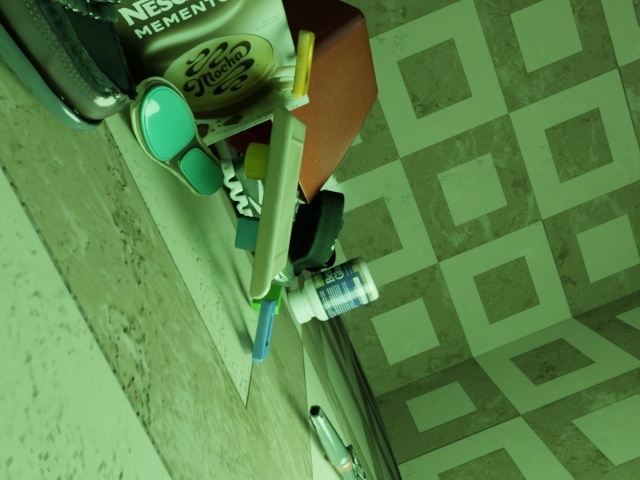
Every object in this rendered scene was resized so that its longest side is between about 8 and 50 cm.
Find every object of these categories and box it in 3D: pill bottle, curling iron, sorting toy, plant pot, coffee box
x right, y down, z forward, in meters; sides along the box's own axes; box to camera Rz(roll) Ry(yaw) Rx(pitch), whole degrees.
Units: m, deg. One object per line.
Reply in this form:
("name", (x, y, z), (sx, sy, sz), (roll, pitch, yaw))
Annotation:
("pill bottle", (0.024, 0.105, 1.033), (0.094, 0.169, 0.094), (-23, 90, -89))
("curling iron", (0.020, 0.291, 0.708), (0.274, 0.035, 0.068), (67, -3, -49))
("sorting toy", (-0.055, -0.048, 0.553), (0.196, 0.047, 0.348), (-77, 176, -82))
("plant pot", (-0.053, -0.272, 0.862), (0.267, 0.236, 0.267), (40, -15, 30))
("coffee box", (-0.124, -0.221, 0.520), (0.297, 0.168, 0.119), (58, 9, -78))

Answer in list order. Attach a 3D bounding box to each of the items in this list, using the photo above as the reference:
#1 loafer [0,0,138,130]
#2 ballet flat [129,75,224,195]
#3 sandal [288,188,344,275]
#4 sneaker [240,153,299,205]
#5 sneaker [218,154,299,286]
("loafer", (-0.163, -0.212, 0.259), (0.109, 0.095, 0.302), (-108, 175, -74))
("ballet flat", (-0.143, -0.096, 0.482), (0.052, 0.057, 0.168), (38, -15, 22))
("sandal", (0.000, 0.002, 1.056), (0.446, 0.107, 0.167), (171, -67, -79))
("sneaker", (-0.119, -0.145, 1.166), (0.087, 0.092, 0.229), (62, 4, -61))
("sneaker", (-0.074, -0.038, 0.819), (0.078, 0.106, 0.234), (-104, 171, -77))
